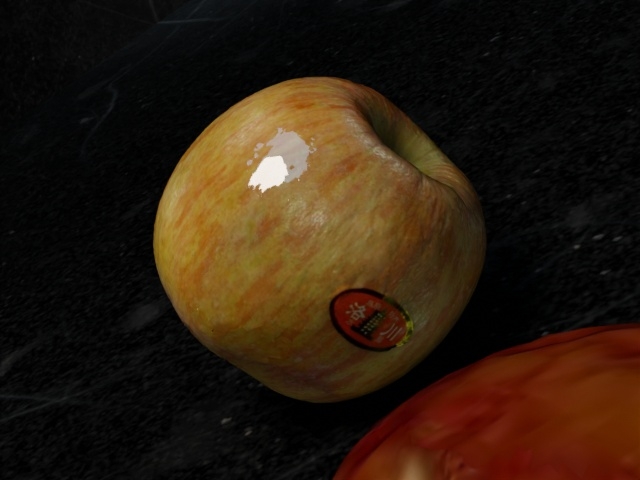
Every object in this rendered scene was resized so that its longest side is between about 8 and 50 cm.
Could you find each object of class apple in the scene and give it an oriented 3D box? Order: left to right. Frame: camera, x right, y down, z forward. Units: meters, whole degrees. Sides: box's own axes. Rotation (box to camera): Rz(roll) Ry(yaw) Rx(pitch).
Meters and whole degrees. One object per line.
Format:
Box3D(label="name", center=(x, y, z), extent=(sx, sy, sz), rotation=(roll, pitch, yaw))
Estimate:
Box3D(label="apple", center=(0.000, 0.000, 1.034), extent=(0.188, 0.211, 0.211), rotation=(-50, 15, 17))

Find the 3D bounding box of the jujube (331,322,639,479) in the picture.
Box3D(label="jujube", center=(0.135, 0.164, 0.415), extent=(0.276, 0.276, 0.377), rotation=(-36, 21, -21))
